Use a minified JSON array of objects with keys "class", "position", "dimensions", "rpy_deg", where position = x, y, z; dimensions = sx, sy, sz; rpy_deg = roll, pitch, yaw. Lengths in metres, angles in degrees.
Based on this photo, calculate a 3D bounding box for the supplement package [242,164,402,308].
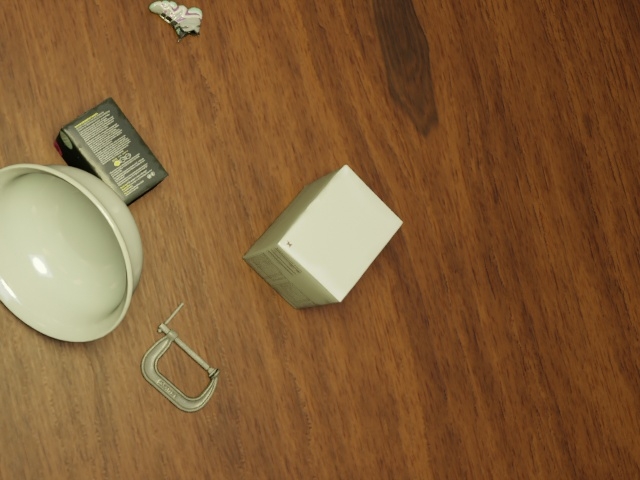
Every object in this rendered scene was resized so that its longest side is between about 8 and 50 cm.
[{"class":"supplement package","position":[0.000,0.000,1.506],"dimensions":[0.149,0.203,0.194],"rpy_deg":[44,69,-11]}]

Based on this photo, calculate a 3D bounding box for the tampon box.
[{"class":"tampon box","position":[-0.354,-0.135,1.419],"dimensions":[0.101,0.120,0.161],"rpy_deg":[-39,98,-24]}]

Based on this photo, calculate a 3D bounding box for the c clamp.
[{"class":"c clamp","position":[-0.236,0.211,1.474],"dimensions":[0.137,0.022,0.161],"rpy_deg":[-44,100,-22]}]

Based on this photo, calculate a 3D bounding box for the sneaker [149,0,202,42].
[{"class":"sneaker","position":[-0.263,-0.394,1.540],"dimensions":[0.098,0.038,0.069],"rpy_deg":[5,80,-22]}]

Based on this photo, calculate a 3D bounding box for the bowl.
[{"class":"bowl","position":[-0.389,0.001,1.334],"dimensions":[0.298,0.298,0.134],"rpy_deg":[55,33,-7]}]
